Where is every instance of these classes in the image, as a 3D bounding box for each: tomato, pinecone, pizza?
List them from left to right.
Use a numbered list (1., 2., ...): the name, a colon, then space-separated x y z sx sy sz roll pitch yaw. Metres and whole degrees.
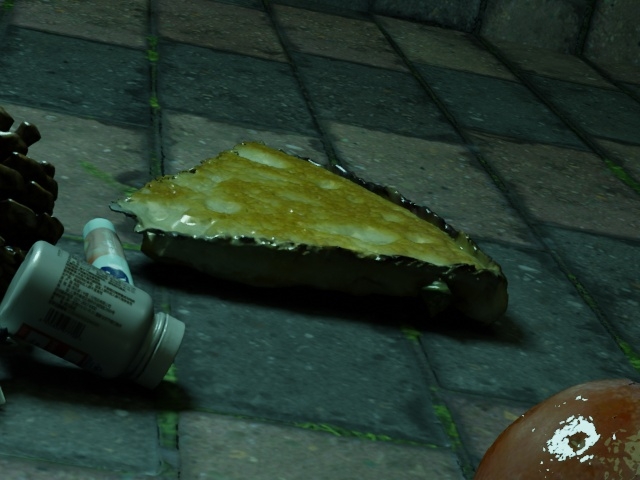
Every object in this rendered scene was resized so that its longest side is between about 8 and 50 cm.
1. pinecone: -0.317 -0.031 1.344 0.185 0.169 0.212 22 27 -21
2. pizza: 0.024 -0.002 1.651 0.391 0.080 0.435 17 19 14
3. tomato: 0.189 0.196 0.963 0.208 0.184 0.208 46 3 -3

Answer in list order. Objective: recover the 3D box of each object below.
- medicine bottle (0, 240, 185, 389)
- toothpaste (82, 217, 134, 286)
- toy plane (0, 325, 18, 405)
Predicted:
1. medicine bottle: -0.185 0.064 1.246 0.140 0.079 0.079 28 14 -14
2. toothpaste: -0.199 0.034 1.448 0.056 0.036 0.205 7 22 -16
3. toy plane: -0.340 0.058 1.194 0.234 0.082 0.160 17 -9 9
